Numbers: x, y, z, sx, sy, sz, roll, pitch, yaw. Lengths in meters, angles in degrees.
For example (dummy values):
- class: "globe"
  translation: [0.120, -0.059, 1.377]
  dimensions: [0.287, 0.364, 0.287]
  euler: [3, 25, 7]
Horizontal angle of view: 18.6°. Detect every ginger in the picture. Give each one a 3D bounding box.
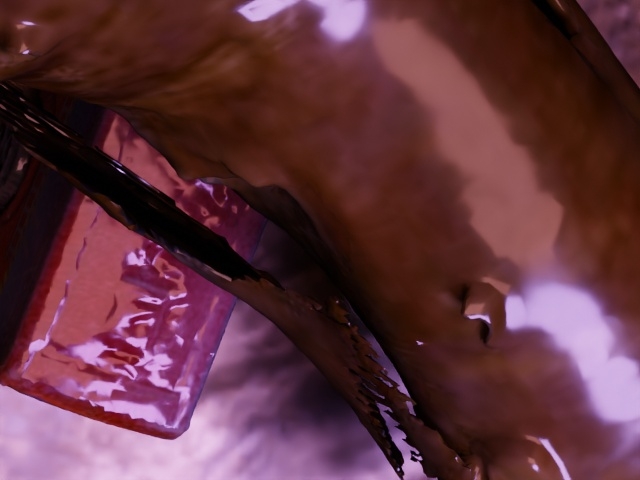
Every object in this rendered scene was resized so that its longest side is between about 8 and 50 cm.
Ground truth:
- class: "ginger"
  translation: [0.005, -0.014, 0.420]
  dimensions: [0.309, 0.107, 0.133]
  euler: [40, 72, -27]

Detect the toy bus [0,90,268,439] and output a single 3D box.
- class: "toy bus"
  translation: [-0.032, -0.047, 0.496]
  dimensions: [0.065, 0.077, 0.192]
  euler: [20, 92, -24]
